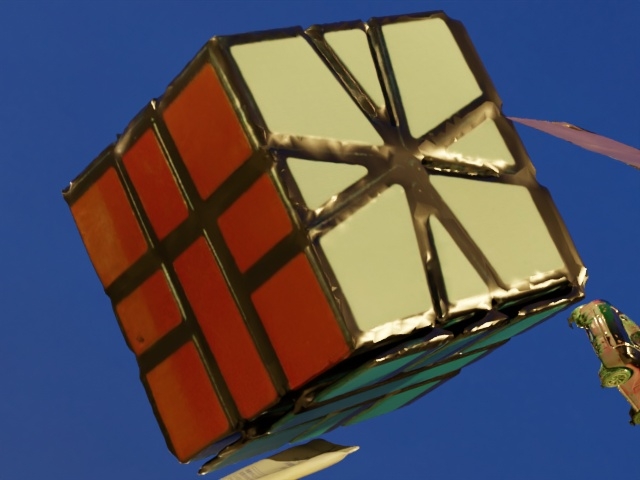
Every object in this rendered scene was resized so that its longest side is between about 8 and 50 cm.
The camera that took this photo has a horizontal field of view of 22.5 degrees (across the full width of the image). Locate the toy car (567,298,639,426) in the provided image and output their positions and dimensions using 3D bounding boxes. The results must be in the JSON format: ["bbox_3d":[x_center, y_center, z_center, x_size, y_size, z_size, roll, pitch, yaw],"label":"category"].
[{"bbox_3d":[0.246,0.096,1.286,0.055,0.069,0.142,-29,-37,13],"label":"toy car"}]

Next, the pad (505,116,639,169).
[{"bbox_3d":[0.220,-0.045,1.036,0.188,0.006,0.113,24,12,27],"label":"pad"}]

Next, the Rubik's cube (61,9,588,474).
[{"bbox_3d":[0.000,0.000,1.362,0.283,0.288,0.293,-34,-107,46],"label":"Rubik's cube"}]

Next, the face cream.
[{"bbox_3d":[-0.085,0.195,1.217,0.114,0.224,0.070,169,-97,-73],"label":"face cream"}]
